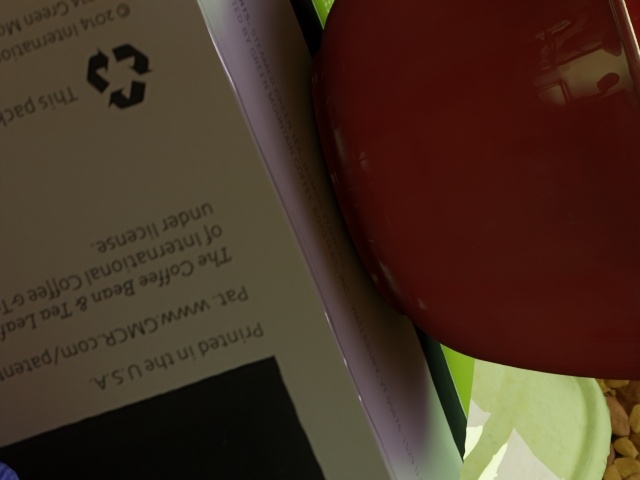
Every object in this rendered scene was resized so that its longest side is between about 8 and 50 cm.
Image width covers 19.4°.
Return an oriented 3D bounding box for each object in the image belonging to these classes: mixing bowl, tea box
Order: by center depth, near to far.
[{"bbox_3d":[0.059,-0.032,0.561,0.181,0.098,0.181,-17,90,-75],"label":"mixing bowl"},{"bbox_3d":[-0.130,0.008,0.685,0.323,0.329,0.220,-68,138,-72],"label":"tea box"}]

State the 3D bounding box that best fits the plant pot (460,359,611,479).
[{"bbox_3d":[-0.054,0.061,1.059,0.305,0.333,0.334,56,18,-20],"label":"plant pot"}]

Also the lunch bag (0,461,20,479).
[{"bbox_3d":[-0.154,0.294,0.435,0.328,0.238,0.386,-79,166,-67],"label":"lunch bag"}]
